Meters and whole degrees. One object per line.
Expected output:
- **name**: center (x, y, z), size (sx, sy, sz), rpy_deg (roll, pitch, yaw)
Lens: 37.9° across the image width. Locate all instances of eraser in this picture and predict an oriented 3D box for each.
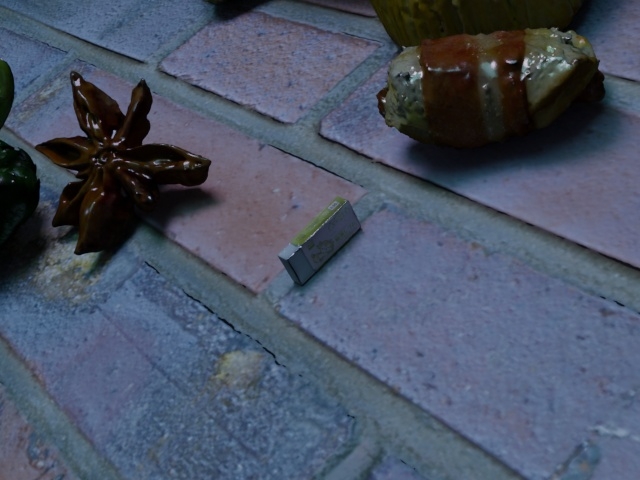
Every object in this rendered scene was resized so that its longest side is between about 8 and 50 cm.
- **eraser**: center (0.000, 0.000, 0.861), size (0.083, 0.038, 0.019), rpy_deg (-43, 42, -18)

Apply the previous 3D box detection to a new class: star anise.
- **star anise**: center (-0.228, -0.078, 1.029), size (0.212, 0.111, 0.196), rpy_deg (32, 86, 15)

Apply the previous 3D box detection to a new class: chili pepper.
- **chili pepper**: center (-0.399, -0.076, 1.031), size (0.261, 0.173, 0.165), rpy_deg (-57, 32, 18)

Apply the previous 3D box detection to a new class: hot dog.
- **hot dog**: center (0.158, -0.141, 0.878), size (0.213, 0.103, 0.146), rpy_deg (0, 26, 20)

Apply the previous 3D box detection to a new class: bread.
- **bread**: center (0.166, -0.299, 1.009), size (0.227, 0.142, 0.253), rpy_deg (-34, 42, -9)

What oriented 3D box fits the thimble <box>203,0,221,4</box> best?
- **thimble**: center (-0.116, -0.418, 1.314), size (0.143, 0.137, 0.191), rpy_deg (-21, 54, 7)
